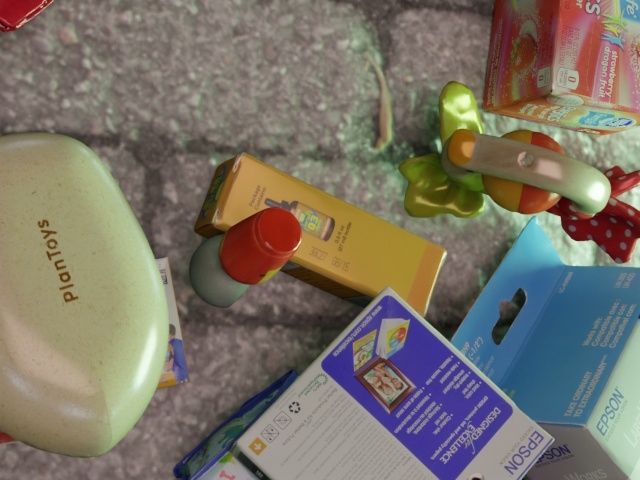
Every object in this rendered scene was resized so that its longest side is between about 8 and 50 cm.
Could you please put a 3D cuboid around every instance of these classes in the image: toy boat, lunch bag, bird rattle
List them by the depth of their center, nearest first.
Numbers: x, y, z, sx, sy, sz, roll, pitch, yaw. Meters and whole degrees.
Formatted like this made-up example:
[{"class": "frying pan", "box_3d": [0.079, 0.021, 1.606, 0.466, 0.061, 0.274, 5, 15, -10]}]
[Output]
[{"class": "toy boat", "box_3d": [-0.171, 0.037, 1.072, 0.318, 0.148, 0.268, -11, 78, -32]}, {"class": "lunch bag", "box_3d": [-0.040, 0.215, 1.211, 0.151, 0.096, 0.129, -42, 101, -9]}, {"class": "bird rattle", "box_3d": [0.202, -0.051, 1.257, 0.253, 0.207, 0.143, 25, 90, 9]}]

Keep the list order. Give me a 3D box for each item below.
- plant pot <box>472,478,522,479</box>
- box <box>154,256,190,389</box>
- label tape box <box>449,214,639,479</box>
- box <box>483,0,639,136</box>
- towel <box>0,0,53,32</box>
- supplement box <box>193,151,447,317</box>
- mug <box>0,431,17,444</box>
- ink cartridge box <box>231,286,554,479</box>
[{"class": "plant pot", "box_3d": [0.152, 0.304, 1.207, 0.215, 0.230, 0.215, 2, 85, -21]}, {"class": "box", "box_3d": [-0.173, 0.073, 1.205, 0.081, 0.028, 0.136, -11, 92, -21]}, {"class": "label tape box", "box_3d": [0.303, 0.159, 1.296, 0.348, 0.115, 0.249, 51, 47, -12]}, {"class": "box", "box_3d": [0.281, -0.273, 1.344, 0.154, 0.142, 0.300, 9, 83, -21]}, {"class": "towel", "box_3d": [-0.299, -0.340, 1.148, 0.199, 0.031, 0.275, -46, 109, -32]}, {"class": "supplement box", "box_3d": [0.000, 0.000, 1.252, 0.233, 0.080, 0.078, 26, 77, -19]}, {"class": "mug", "box_3d": [-0.255, 0.087, 1.142, 0.150, 0.113, 0.169, -6, 83, -53]}, {"class": "ink cartridge box", "box_3d": [0.065, 0.183, 1.155, 0.208, 0.045, 0.206, 42, 70, 9]}]
